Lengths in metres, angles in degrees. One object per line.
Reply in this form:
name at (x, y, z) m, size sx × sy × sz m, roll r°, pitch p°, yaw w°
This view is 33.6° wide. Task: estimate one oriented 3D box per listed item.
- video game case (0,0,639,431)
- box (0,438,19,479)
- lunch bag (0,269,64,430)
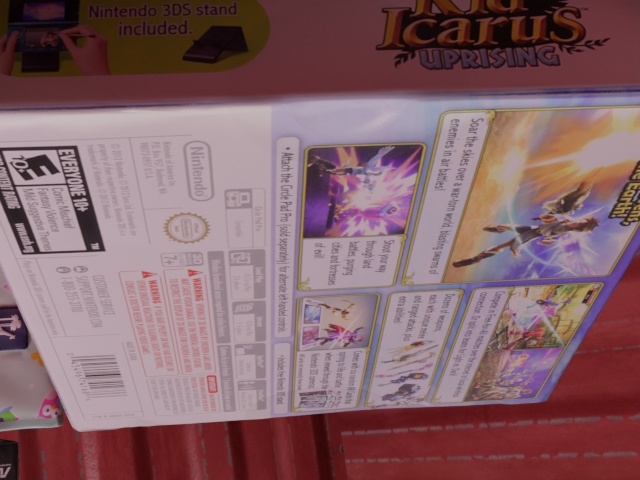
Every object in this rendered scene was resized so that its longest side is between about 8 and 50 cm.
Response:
video game case at (0.000, 0.000, 0.441) m, size 0.244 × 0.061 × 0.269 m, roll -2°, pitch 150°, yaw -4°
box at (-0.487, 0.241, 1.101) m, size 0.216 × 0.060 × 0.270 m, roll -4°, pitch 174°, yaw 43°
lunch bag at (-0.399, 0.098, 1.123) m, size 0.262 × 0.223 × 0.160 m, roll -3°, pitch 174°, yaw 4°
